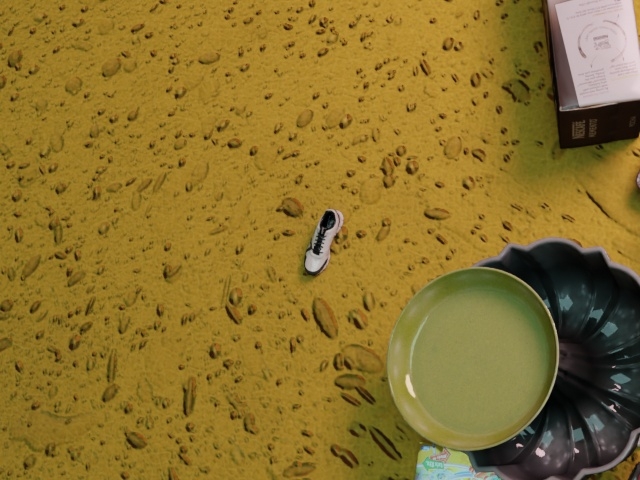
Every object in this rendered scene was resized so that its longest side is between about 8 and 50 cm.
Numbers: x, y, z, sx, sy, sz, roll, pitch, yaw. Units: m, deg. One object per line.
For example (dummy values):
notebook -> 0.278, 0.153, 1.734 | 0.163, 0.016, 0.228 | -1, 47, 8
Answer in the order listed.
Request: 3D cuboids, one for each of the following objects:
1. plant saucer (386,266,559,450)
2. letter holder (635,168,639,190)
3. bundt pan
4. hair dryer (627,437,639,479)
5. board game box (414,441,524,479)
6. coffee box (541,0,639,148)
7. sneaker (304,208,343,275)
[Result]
plant saucer -> 0.200, 0.155, 1.301 | 0.241, 0.037, 0.241 | -11, 69, 29
letter holder -> 0.585, -0.147, 1.309 | 0.214, 0.152, 0.302 | 36, 98, 10
bundt pan -> 0.311, 0.168, 1.323 | 0.331, 0.124, 0.330 | -11, 69, 30
hair dryer -> 0.499, 0.282, 1.305 | 0.224, 0.080, 0.293 | -25, 73, 7
board game box -> 0.209, 0.342, 1.385 | 0.154, 0.026, 0.103 | 5, 78, 14
coffee box -> 0.384, -0.302, 1.428 | 0.119, 0.168, 0.297 | -6, 75, 11
sneaker -> 0.000, 0.000, 1.509 | 0.040, 0.044, 0.109 | 18, 83, 14
